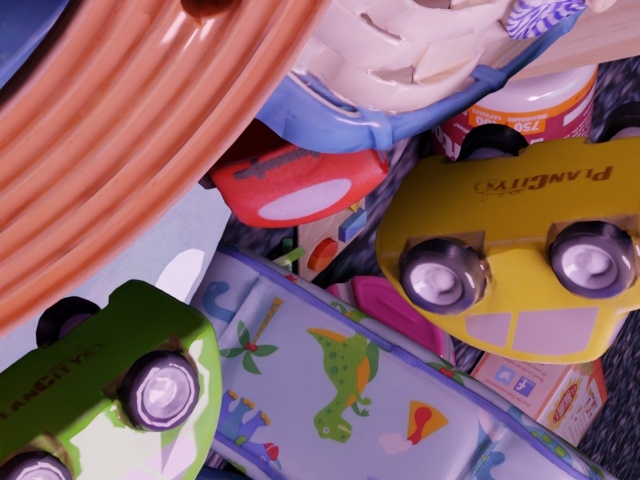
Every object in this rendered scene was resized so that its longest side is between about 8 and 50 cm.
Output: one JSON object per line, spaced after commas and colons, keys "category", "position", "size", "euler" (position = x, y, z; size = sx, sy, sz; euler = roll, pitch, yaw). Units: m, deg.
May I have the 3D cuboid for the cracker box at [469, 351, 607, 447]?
{"category": "cracker box", "position": [0.122, 0.171, 1.325], "size": [0.232, 0.067, 0.155], "euler": [-55, 158, -13]}

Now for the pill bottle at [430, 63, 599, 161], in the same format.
{"category": "pill bottle", "position": [0.100, -0.062, 0.944], "size": [0.086, 0.086, 0.152], "euler": [-50, 156, -24]}

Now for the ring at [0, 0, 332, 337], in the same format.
{"category": "ring", "position": [-0.135, -0.073, 0.307], "size": [0.337, 0.032, 0.336], "euler": [-18, 140, -16]}

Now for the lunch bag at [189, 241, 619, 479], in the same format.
{"category": "lunch bag", "position": [0.033, 0.093, 0.811], "size": [0.090, 0.219, 0.176], "euler": [-58, 159, -2]}

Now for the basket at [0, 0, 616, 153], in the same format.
{"category": "basket", "position": [-0.002, -0.130, 0.512], "size": [0.255, 0.201, 0.289], "euler": [-44, -170, -37]}

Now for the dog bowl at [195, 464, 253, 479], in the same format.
{"category": "dog bowl", "position": [-0.060, 0.222, 0.848], "size": [0.166, 0.074, 0.297], "euler": [-80, 169, -46]}

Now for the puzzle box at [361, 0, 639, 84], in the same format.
{"category": "puzzle box", "position": [0.191, -0.143, 0.669], "size": [0.272, 0.409, 0.052], "euler": [-38, 112, -43]}

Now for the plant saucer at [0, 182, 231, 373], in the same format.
{"category": "plant saucer", "position": [-0.088, 0.007, 0.662], "size": [0.195, 0.037, 0.195], "euler": [-55, 165, -23]}

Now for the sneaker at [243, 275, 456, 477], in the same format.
{"category": "sneaker", "position": [0.010, 0.136, 0.981], "size": [0.252, 0.103, 0.111], "euler": [-61, 161, 13]}

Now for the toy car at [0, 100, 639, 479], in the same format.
{"category": "toy car", "position": [-0.021, 0.022, 0.514], "size": [0.225, 0.239, 0.053], "euler": [-37, 122, -19]}

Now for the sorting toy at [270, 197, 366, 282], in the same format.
{"category": "sorting toy", "position": [0.000, 0.000, 0.903], "size": [0.083, 0.012, 0.062], "euler": [-45, 154, -35]}
